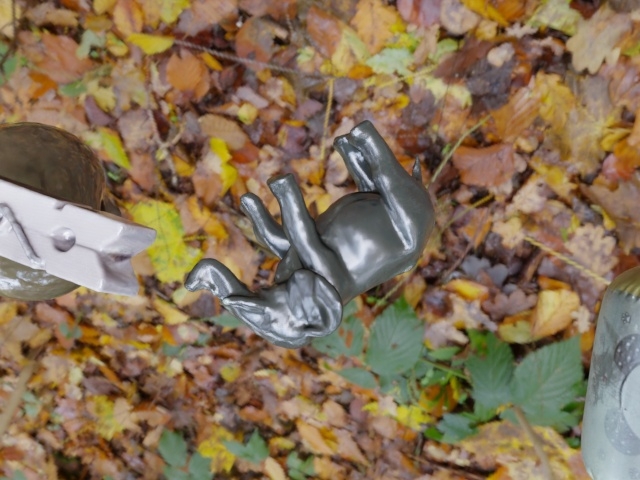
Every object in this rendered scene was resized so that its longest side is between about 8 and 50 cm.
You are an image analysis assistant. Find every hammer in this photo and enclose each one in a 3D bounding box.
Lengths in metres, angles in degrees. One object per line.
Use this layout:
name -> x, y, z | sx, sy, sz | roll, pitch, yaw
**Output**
hammer -> 0.378, 0.125, 0.594 | 0.305, 0.202, 0.113 | 3, -168, -9

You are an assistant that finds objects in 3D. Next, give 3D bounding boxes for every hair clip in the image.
hair clip -> -0.345, -0.013, 0.854 | 0.331, 0.101, 0.085 | 16, 175, 34

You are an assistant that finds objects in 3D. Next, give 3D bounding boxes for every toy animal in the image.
toy animal -> -0.001, 0.001, 0.630 | 0.146, 0.245, 0.114 | 59, 180, -7

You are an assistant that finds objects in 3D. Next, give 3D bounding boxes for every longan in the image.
longan -> -0.475, -0.046, 1.142 | 0.297, 0.297, 0.297 | 19, 146, 14
